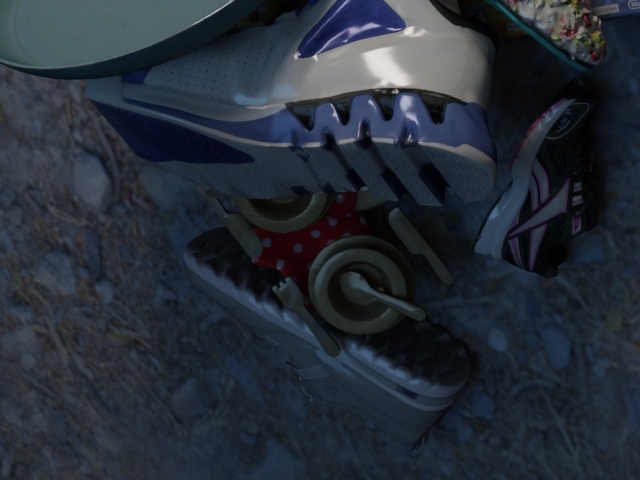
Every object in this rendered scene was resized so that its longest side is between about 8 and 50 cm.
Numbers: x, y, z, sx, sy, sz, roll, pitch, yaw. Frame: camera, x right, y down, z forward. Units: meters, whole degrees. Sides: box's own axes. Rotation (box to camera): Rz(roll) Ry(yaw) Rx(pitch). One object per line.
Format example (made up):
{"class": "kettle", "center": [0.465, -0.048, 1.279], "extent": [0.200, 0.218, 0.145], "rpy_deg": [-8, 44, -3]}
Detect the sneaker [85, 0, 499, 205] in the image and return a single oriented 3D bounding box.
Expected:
{"class": "sneaker", "center": [0.001, -0.133, 1.419], "extent": [0.315, 0.182, 0.127], "rpy_deg": [7, 156, 22]}

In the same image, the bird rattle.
{"class": "bird rattle", "center": [-0.002, -0.082, 1.530], "extent": [0.207, 0.143, 0.253], "rpy_deg": [-27, 96, 28]}

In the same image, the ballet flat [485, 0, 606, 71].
{"class": "ballet flat", "center": [0.115, -0.214, 1.331], "extent": [0.241, 0.091, 0.077], "rpy_deg": [38, 109, 14]}

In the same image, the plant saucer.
{"class": "plant saucer", "center": [-0.124, -0.226, 1.448], "extent": [0.317, 0.318, 0.044], "rpy_deg": [7, 142, 37]}

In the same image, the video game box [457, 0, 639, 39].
{"class": "video game box", "center": [0.172, -0.246, 1.353], "extent": [0.205, 0.048, 0.187], "rpy_deg": [-6, 105, 41]}

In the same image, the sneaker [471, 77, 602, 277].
{"class": "sneaker", "center": [0.184, -0.044, 1.441], "extent": [0.077, 0.072, 0.178], "rpy_deg": [30, 137, 10]}

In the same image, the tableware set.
{"class": "tableware set", "center": [0.000, 0.000, 1.500], "extent": [0.128, 0.039, 0.194], "rpy_deg": [-34, 105, 18]}

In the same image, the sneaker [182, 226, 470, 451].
{"class": "sneaker", "center": [-0.011, 0.088, 1.630], "extent": [0.281, 0.105, 0.115], "rpy_deg": [33, 128, 22]}
